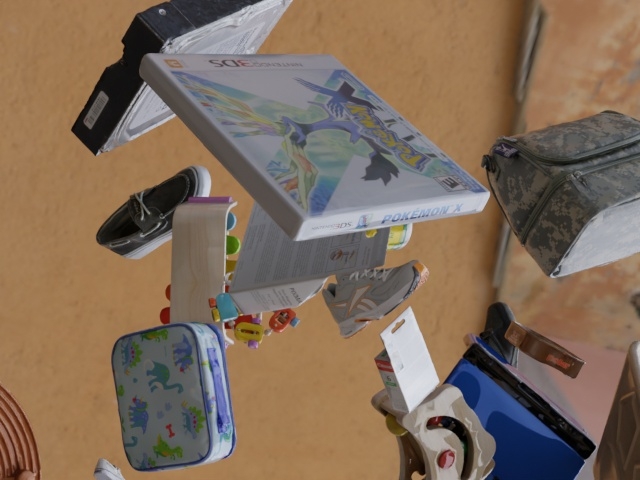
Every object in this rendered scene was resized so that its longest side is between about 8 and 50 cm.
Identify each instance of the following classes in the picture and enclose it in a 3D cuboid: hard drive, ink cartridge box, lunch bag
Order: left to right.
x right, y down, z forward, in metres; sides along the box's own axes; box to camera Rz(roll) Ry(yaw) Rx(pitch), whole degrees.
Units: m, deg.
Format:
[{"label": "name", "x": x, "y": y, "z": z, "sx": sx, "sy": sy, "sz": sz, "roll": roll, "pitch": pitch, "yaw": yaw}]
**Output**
[{"label": "lunch bag", "x": -0.218, "y": 0.237, "z": 1.525, "sx": 0.176, "sy": 0.090, "sz": 0.219, "roll": -15, "pitch": -101, "yaw": 27}, {"label": "hard drive", "x": -0.183, "y": -0.264, "z": 1.433, "sx": 0.237, "sy": 0.064, "sz": 0.339, "roll": -47, "pitch": 177, "yaw": 39}, {"label": "ink cartridge box", "x": 0.000, "y": 0.000, "z": 1.373, "sx": 0.066, "sy": 0.232, "sz": 0.189, "roll": 62, "pitch": 30, "yaw": -42}, {"label": "ink cartridge box", "x": 0.097, "y": 0.140, "z": 1.192, "sx": 0.029, "sy": 0.063, "sz": 0.115, "roll": 4, "pitch": -56, "yaw": 47}, {"label": "lunch bag", "x": 0.472, "y": -0.104, "z": 1.821, "sx": 0.256, "sy": 0.305, "sz": 0.212, "roll": 57, "pitch": -29, "yaw": 31}]

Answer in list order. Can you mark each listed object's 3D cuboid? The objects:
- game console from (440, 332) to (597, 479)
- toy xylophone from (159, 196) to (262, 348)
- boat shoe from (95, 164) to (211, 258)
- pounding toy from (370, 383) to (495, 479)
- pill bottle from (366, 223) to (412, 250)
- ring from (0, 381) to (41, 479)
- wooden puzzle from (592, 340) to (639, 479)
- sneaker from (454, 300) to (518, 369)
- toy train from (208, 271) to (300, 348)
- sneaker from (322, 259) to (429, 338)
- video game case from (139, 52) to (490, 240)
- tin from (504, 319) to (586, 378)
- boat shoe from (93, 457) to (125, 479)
[{"label": "game console", "x": 0.338, "y": 0.336, "z": 1.853, "sx": 0.173, "sy": 0.293, "sz": 0.250, "roll": -49, "pitch": 179, "yaw": 5}, {"label": "toy xylophone", "x": -0.210, "y": 0.068, "z": 2.050, "sx": 0.081, "sy": 0.236, "sz": 0.323, "roll": 10, "pitch": 89, "yaw": -76}, {"label": "boat shoe", "x": -0.375, "y": -0.057, "z": 2.225, "sx": 0.335, "sy": 0.119, "sz": 0.121, "roll": -39, "pitch": -124, "yaw": 33}, {"label": "pounding toy", "x": 0.150, "y": 0.307, "z": 1.499, "sx": 0.154, "sy": 0.269, "sz": 0.155, "roll": -45, "pitch": -147, "yaw": -15}, {"label": "pill bottle", "x": 0.068, "y": -0.029, "z": 2.003, "sx": 0.117, "sy": 0.208, "sz": 0.118, "roll": 17, "pitch": -70, "yaw": 59}, {"label": "ring", "x": -0.481, "y": 0.301, "z": 1.185, "sx": 0.032, "sy": 0.336, "sz": 0.337, "roll": -2, "pitch": -106, "yaw": 49}, {"label": "wooden puzzle", "x": 0.507, "y": 0.385, "z": 1.587, "sx": 0.348, "sy": 0.080, "sz": 0.322, "roll": -79, "pitch": 172, "yaw": -48}, {"label": "sneaker", "x": 0.359, "y": 0.238, "z": 2.183, "sx": 0.087, "sy": 0.130, "sz": 0.228, "roll": 154, "pitch": -56, "yaw": -64}, {"label": "toy train", "x": -0.130, "y": 0.139, "z": 1.901, "sx": 0.125, "sy": 0.166, "sz": 0.046, "roll": -53, "pitch": 172, "yaw": -27}, {"label": "sneaker", "x": 0.087, "y": 0.086, "z": 1.853, "sx": 0.099, "sy": 0.121, "sz": 0.262, "roll": -36, "pitch": 178, "yaw": -44}, {"label": "video game case", "x": -0.006, "y": -0.126, "z": 1.183, "sx": 0.329, "sy": 0.300, "sz": 0.036, "roll": 47, "pitch": -51, "yaw": 33}, {"label": "tin", "x": 0.357, "y": 0.174, "z": 1.607, "sx": 0.190, "sy": 0.106, "sz": 0.040, "roll": -116, "pitch": -130, "yaw": -85}, {"label": "boat shoe", "x": -0.348, "y": 0.396, "z": 1.694, "sx": 0.100, "sy": 0.035, "sz": 0.035, "roll": 55, "pitch": 31, "yaw": -48}]
